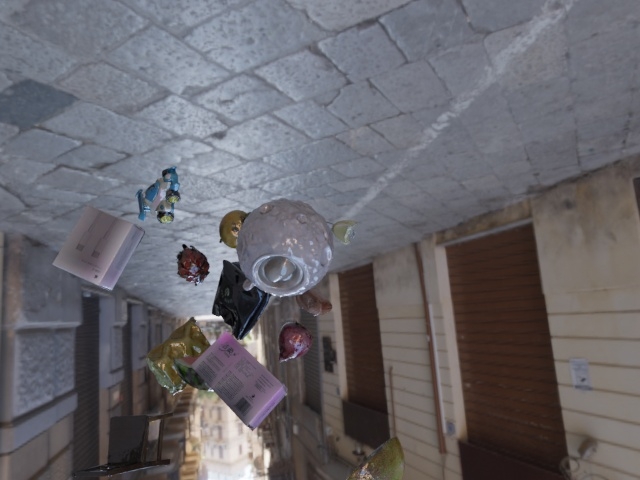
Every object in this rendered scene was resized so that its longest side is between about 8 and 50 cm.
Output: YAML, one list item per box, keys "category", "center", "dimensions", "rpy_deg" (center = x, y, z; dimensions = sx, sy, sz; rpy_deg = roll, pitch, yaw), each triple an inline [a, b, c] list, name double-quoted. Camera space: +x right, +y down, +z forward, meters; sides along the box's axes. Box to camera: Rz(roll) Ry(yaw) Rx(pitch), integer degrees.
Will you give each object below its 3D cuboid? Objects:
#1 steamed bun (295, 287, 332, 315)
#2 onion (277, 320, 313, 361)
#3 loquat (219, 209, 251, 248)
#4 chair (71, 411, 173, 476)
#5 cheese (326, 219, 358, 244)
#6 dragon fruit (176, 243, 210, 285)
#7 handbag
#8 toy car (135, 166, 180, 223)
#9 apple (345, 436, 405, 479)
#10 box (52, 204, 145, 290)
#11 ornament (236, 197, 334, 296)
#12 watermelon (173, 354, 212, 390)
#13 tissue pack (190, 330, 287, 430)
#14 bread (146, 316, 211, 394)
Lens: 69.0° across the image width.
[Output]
- category: "steamed bun"
  center: [-0.035, 0.304, 2.312]
  dimensions: [0.175, 0.106, 0.145]
  rpy_deg: [36, -168, 26]
- category: "onion"
  center: [-0.126, 0.458, 2.065]
  dimensions: [0.159, 0.195, 0.159]
  rpy_deg: [32, 174, 3]
- category: "loquat"
  center: [-0.362, -0.055, 2.039]
  dimensions: [0.149, 0.172, 0.204]
  rpy_deg: [25, 128, -31]
- category: "chair"
  center: [-0.860, 0.891, 2.064]
  dimensions: [0.203, 0.241, 0.416]
  rpy_deg: [-8, 158, 16]
- category: "cheese"
  center: [0.081, -0.061, 2.318]
  dimensions: [0.235, 0.127, 0.049]
  rpy_deg: [20, -152, 32]
- category: "dragon fruit"
  center: [-0.660, 0.129, 2.402]
  dimensions: [0.188, 0.182, 0.182]
  rpy_deg: [32, 152, -28]
- category: "handbag"
  center: [-0.383, 0.269, 2.120]
  dimensions: [0.152, 0.288, 0.342]
  rpy_deg: [10, -165, -45]
- category: "toy car"
  center: [-0.459, -0.132, 1.318]
  dimensions: [0.098, 0.126, 0.161]
  rpy_deg: [0, 146, -32]
- category: "apple"
  center: [0.178, 0.739, 1.461]
  dimensions: [0.265, 0.193, 0.120]
  rpy_deg: [-27, -134, -30]
- category: "box"
  center: [-0.793, 0.024, 1.676]
  dimensions: [0.203, 0.252, 0.106]
  rpy_deg: [22, 167, 11]
- category: "ornament"
  center: [-0.119, 0.016, 1.591]
  dimensions: [0.336, 0.337, 0.337]
  rpy_deg: [-4, 171, -1]
- category: "watermelon"
  center: [-0.425, 0.461, 1.611]
  dimensions: [0.145, 0.137, 0.193]
  rpy_deg: [-2, 150, -33]
- category: "tissue pack"
  center: [-0.230, 0.397, 1.334]
  dimensions: [0.148, 0.246, 0.092]
  rpy_deg: [-44, 155, -18]
- category: "bread"
  center: [-0.593, 0.494, 1.986]
  dimensions: [0.252, 0.239, 0.196]
  rpy_deg: [-35, -170, -36]
